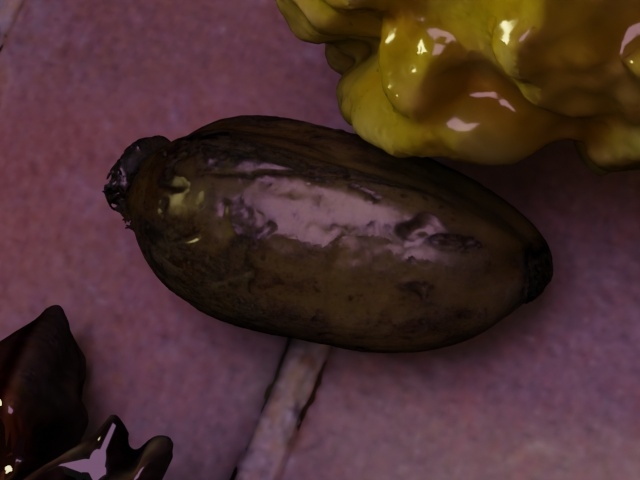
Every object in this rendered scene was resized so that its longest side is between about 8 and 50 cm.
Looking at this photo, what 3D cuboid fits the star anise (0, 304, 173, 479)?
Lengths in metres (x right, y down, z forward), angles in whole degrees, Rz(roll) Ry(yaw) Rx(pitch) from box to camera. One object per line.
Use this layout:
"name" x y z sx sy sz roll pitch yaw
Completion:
"star anise" -0.123 0.143 0.632 0.212 0.129 0.283 -45 57 -11

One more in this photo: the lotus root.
"lotus root" 0.000 0.000 0.669 0.179 0.089 0.080 16 116 16

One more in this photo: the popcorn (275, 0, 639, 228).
"popcorn" 0.101 -0.128 0.625 0.249 0.249 0.225 -37 86 -1
